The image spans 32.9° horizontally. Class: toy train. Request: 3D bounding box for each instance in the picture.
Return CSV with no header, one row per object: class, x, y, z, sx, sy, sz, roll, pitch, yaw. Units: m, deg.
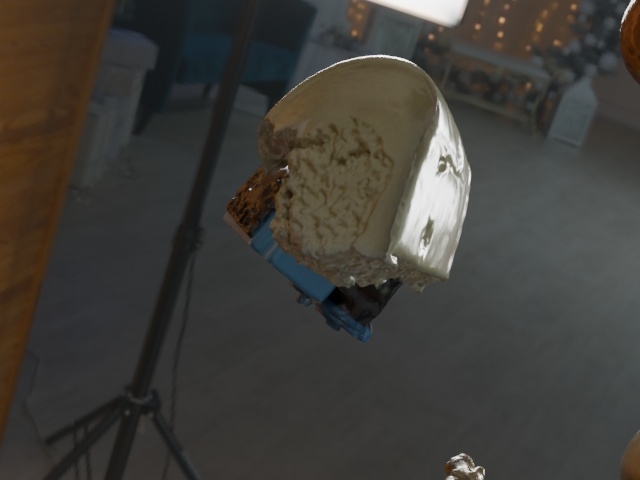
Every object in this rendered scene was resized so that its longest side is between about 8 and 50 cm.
toy train,0.000,0.000,1.593,0.265,0.188,0.300,41,-2,-20

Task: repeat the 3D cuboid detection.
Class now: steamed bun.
steamed bun,0.037,-0.043,0.961,0.170,0.200,0.225,7,-15,22

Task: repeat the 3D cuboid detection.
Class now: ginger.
ginger,0.208,0.441,1.839,0.065,0.149,0.259,59,16,-12

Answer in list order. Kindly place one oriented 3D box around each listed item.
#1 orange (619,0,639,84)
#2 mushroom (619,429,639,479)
orange,0.551,-0.307,1.642,0.206,0.206,0.206,16,19,-6
mushroom,0.592,0.409,1.542,0.362,0.295,0.362,30,-4,2
